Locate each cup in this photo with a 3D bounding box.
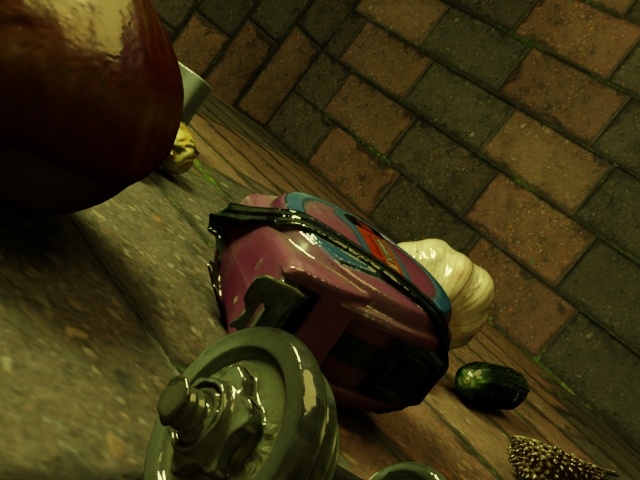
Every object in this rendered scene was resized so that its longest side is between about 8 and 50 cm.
[{"bbox_3d":[-0.287,-0.265,1.346,0.128,0.129,0.095,36,0,10],"label":"cup"}]

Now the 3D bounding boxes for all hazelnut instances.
[{"bbox_3d":[-0.206,-0.129,0.549,0.229,0.229,0.229,37,7,-5],"label":"hazelnut"}]

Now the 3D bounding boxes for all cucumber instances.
[{"bbox_3d":[0.269,0.231,1.180,0.074,0.074,0.241,43,10,33],"label":"cucumber"}]

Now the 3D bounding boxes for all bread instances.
[{"bbox_3d":[-0.301,-0.215,1.159,0.084,0.077,0.367,24,17,-50],"label":"bread"}]

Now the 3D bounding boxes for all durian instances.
[{"bbox_3d":[0.295,0.291,0.906,0.140,0.071,0.110,15,-11,8],"label":"durian"}]

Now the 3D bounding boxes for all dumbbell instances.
[{"bbox_3d":[0.011,0.139,0.399,0.254,0.110,0.110,41,4,-35],"label":"dumbbell"}]

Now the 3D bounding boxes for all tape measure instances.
[{"bbox_3d":[0.001,0.055,0.705,0.245,0.149,0.231,27,14,-24],"label":"tape measure"}]

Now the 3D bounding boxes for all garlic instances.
[{"bbox_3d":[0.148,0.123,1.091,0.199,0.199,0.226,36,41,-14],"label":"garlic"}]
